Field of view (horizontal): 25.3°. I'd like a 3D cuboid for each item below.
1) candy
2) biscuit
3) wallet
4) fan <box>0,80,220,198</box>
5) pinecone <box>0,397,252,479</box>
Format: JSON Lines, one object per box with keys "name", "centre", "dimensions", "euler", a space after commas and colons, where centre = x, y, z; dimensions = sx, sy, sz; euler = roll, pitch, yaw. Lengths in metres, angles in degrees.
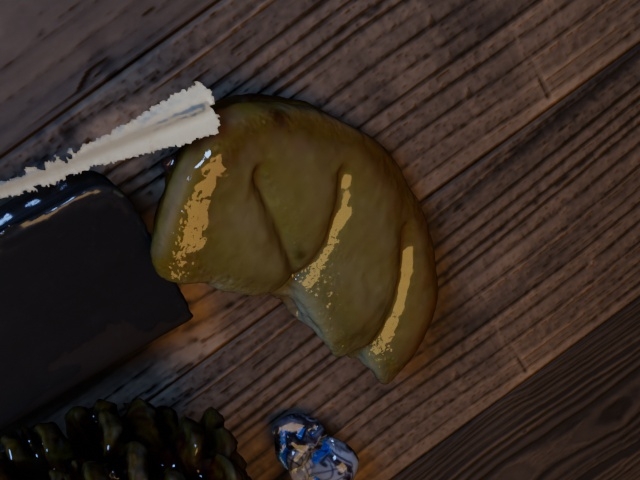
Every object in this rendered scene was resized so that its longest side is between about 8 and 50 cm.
{"name": "candy", "centre": [-0.040, 0.242, 1.185], "dimensions": [0.094, 0.051, 0.226], "euler": [11, 115, -23]}
{"name": "biscuit", "centre": [0.003, -0.003, 1.010], "dimensions": [0.299, 0.045, 0.154], "euler": [30, 89, -47]}
{"name": "wallet", "centre": [-0.244, 0.075, 0.934], "dimensions": [0.309, 0.042, 0.165], "euler": [-31, 133, -7]}
{"name": "fan", "centre": [-0.256, -0.009, 0.849], "dimensions": [0.414, 0.012, 0.233], "euler": [-18, 112, -9]}
{"name": "pinecone", "centre": [-0.141, 0.217, 0.995], "dimensions": [0.257, 0.243, 0.243], "euler": [16, 122, 9]}
